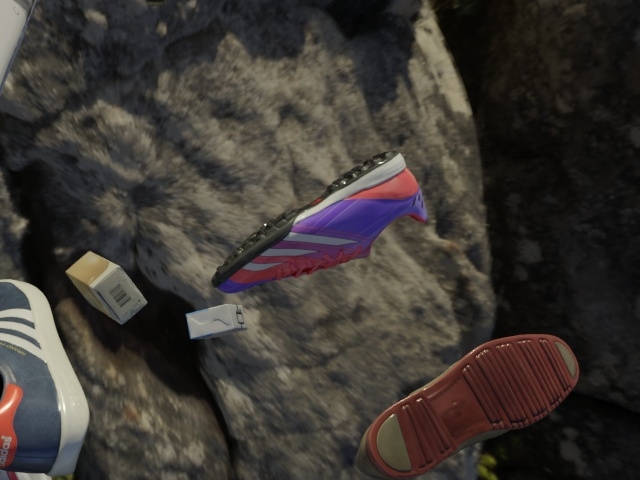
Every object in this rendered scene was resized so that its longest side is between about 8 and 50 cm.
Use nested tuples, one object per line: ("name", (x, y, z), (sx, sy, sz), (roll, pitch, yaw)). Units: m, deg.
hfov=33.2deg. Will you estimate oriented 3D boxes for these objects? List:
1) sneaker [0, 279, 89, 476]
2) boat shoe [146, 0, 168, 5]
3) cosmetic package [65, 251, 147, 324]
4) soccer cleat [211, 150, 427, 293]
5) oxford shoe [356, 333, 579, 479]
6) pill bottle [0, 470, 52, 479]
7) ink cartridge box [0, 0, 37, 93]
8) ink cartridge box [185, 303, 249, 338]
("sneaker", (-0.384, 0.141, 1.232), (0.148, 0.350, 0.131), (7, 109, -32))
("boat shoe", (-0.222, -0.370, 1.462), (0.095, 0.257, 0.095), (-27, 115, -13))
("cosmetic package", (-0.251, 0.054, 1.255), (0.041, 0.115, 0.060), (-41, 113, -17))
("soccer cleat", (0.000, 0.000, 1.483), (0.318, 0.108, 0.116), (-33, 98, -6))
("oxford shoe", (0.195, 0.224, 1.472), (0.348, 0.130, 0.123), (-19, 77, -23))
("pill bottle", (-0.474, 0.357, 1.490), (0.180, 0.108, 0.108), (-27, 96, -1))
("ink cartridge box", (-0.229, -0.120, 0.428), (0.117, 0.283, 0.207), (-28, 129, 31))
("ink cartridge box", (-0.109, 0.087, 1.150), (0.048, 0.083, 0.028), (-14, 83, 7))
